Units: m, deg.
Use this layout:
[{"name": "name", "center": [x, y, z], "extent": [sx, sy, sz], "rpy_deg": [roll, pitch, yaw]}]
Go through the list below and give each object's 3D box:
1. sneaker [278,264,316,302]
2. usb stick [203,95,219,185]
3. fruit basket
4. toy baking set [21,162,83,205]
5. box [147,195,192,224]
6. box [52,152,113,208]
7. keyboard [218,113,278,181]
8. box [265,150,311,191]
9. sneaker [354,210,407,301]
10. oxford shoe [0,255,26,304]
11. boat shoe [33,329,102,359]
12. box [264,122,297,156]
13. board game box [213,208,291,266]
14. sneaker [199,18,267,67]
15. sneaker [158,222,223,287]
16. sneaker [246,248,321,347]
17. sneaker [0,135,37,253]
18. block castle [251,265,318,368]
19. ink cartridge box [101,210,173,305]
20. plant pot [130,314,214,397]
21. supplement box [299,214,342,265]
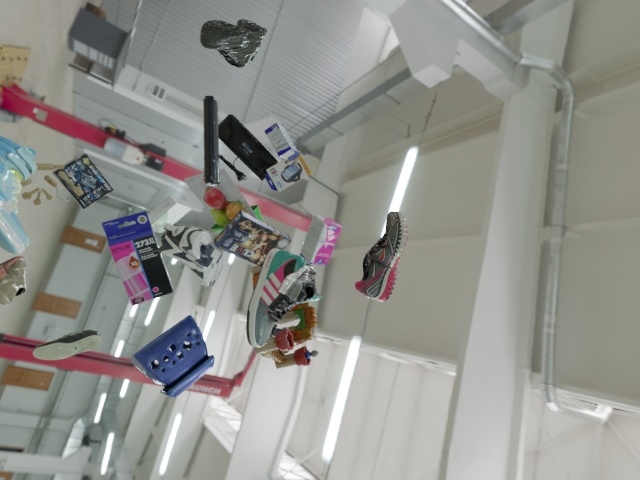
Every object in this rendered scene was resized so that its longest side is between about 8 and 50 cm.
[{"name": "sneaker", "center": [-0.041, 0.113, 1.027], "extent": [0.063, 0.075, 0.170], "rpy_deg": [-53, 170, 17]}, {"name": "usb stick", "center": [-0.341, -0.308, 1.300], "extent": [0.077, 0.045, 0.278], "rpy_deg": [80, 8, -87]}, {"name": "fruit basket", "center": [-0.417, -0.162, 1.868], "extent": [0.327, 0.353, 0.165], "rpy_deg": [-3, -146, 43]}, {"name": "toy baking set", "center": [-1.202, -0.253, 1.839], "extent": [0.030, 0.256, 0.197], "rpy_deg": [45, -45, 40]}, {"name": "box", "center": [-0.840, -0.136, 2.262], "extent": [0.232, 0.058, 0.322], "rpy_deg": [-40, 180, -2]}, {"name": "box", "center": [-1.172, -0.293, 2.058], "extent": [0.051, 0.220, 0.175], "rpy_deg": [15, -129, 46]}, {"name": "keyboard", "center": [-0.366, -0.401, 1.916], "extent": [0.201, 0.317, 0.033], "rpy_deg": [-43, -161, 6]}, {"name": "box", "center": [-0.107, -0.213, 1.313], "extent": [0.136, 0.081, 0.028], "rpy_deg": [-30, -174, -1]}, {"name": "sneaker", "center": [0.202, 0.042, 1.345], "extent": [0.121, 0.112, 0.299], "rpy_deg": [127, -20, -78]}, {"name": "oxford shoe", "center": [-1.154, 0.151, 1.531], "extent": [0.123, 0.130, 0.348], "rpy_deg": [-32, -159, -11]}, {"name": "boat shoe", "center": [-1.011, 0.414, 1.662], "extent": [0.079, 0.233, 0.084], "rpy_deg": [41, -50, 43]}, {"name": "box", "center": [-0.177, -0.450, 1.894], "extent": [0.072, 0.137, 0.126], "rpy_deg": [-30, 178, 12]}, {"name": "board game box", "center": [-0.252, 0.001, 1.563], "extent": [0.165, 0.243, 0.042], "rpy_deg": [-46, -137, 18]}, {"name": "sneaker", "center": [-0.257, -0.582, 1.246], "extent": [0.286, 0.109, 0.130], "rpy_deg": [-44, 162, -54]}, {"name": "sneaker", "center": [-0.367, 0.033, 1.152], "extent": [0.094, 0.153, 0.235], "rpy_deg": [-59, 160, -24]}, {"name": "sneaker", "center": [-0.092, 0.171, 1.192], "extent": [0.178, 0.124, 0.295], "rpy_deg": [5, -110, 22]}, {"name": "sneaker", "center": [-0.816, -0.139, 1.096], "extent": [0.127, 0.319, 0.208], "rpy_deg": [-16, -162, 41]}, {"name": "block castle", "center": [-0.153, 0.322, 1.863], "extent": [0.213, 0.303, 0.453], "rpy_deg": [-16, -128, 10]}, {"name": "ink cartridge box", "center": [-0.748, 0.078, 1.715], "extent": [0.069, 0.175, 0.371], "rpy_deg": [35, -41, 60]}, {"name": "plant pot", "center": [-0.535, 0.438, 1.536], "extent": [0.236, 0.212, 0.236], "rpy_deg": [-36, -178, -31]}, {"name": "supplement box", "center": [0.000, 0.000, 2.032], "extent": [0.114, 0.111, 0.220], "rpy_deg": [39, -65, 50]}]
